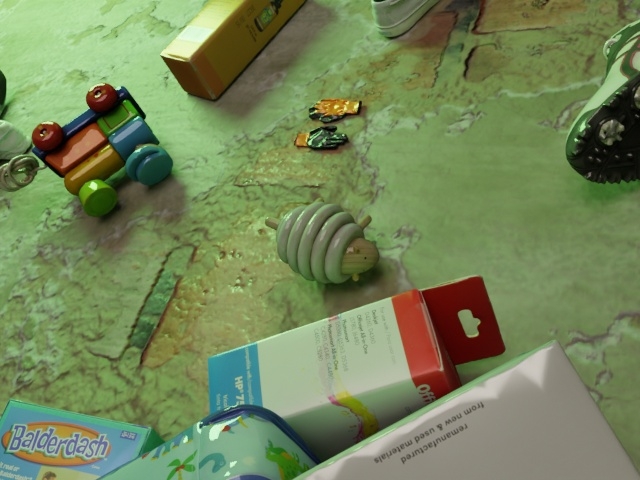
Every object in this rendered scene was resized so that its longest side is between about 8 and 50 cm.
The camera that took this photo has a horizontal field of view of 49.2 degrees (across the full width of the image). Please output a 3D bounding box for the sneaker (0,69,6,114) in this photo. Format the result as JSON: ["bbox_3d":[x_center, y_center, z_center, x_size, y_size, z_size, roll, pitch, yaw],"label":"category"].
[{"bbox_3d":[-0.546,-0.217,1.097,0.132,0.086,0.229,-26,35,42],"label":"sneaker"}]

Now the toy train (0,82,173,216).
[{"bbox_3d":[-0.324,-0.084,0.930,0.248,0.105,0.143,-38,62,-6],"label":"toy train"}]

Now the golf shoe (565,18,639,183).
[{"bbox_3d":[0.325,-0.154,0.695,0.273,0.105,0.120,-39,33,-15],"label":"golf shoe"}]

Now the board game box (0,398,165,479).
[{"bbox_3d":[-0.255,0.263,0.638,0.160,0.047,0.210,7,58,15],"label":"board game box"}]

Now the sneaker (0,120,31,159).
[{"bbox_3d":[-0.531,-0.142,1.086,0.152,0.061,0.054,-26,50,6],"label":"sneaker"}]

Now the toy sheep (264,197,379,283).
[{"bbox_3d":[0.000,0.000,0.719,0.132,0.091,0.091,17,63,28],"label":"toy sheep"}]

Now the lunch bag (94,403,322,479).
[{"bbox_3d":[-0.088,0.231,0.514,0.219,0.176,0.090,-33,30,10],"label":"lunch bag"}]

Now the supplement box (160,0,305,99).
[{"bbox_3d":[-0.123,-0.317,1.023,0.080,0.078,0.233,24,67,39],"label":"supplement box"}]

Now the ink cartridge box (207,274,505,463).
[{"bbox_3d":[0.041,0.123,0.571,0.231,0.134,0.078,-19,48,11],"label":"ink cartridge box"}]

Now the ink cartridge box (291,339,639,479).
[{"bbox_3d":[0.115,0.202,0.401,0.168,0.171,0.233,-29,75,3],"label":"ink cartridge box"}]

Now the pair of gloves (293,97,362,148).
[{"bbox_3d":[0.009,-0.147,0.876,0.074,0.010,0.083,5,58,27],"label":"pair of gloves"}]

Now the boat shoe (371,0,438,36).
[{"bbox_3d":[0.132,-0.357,0.945,0.184,0.063,0.066,-44,50,-11],"label":"boat shoe"}]
